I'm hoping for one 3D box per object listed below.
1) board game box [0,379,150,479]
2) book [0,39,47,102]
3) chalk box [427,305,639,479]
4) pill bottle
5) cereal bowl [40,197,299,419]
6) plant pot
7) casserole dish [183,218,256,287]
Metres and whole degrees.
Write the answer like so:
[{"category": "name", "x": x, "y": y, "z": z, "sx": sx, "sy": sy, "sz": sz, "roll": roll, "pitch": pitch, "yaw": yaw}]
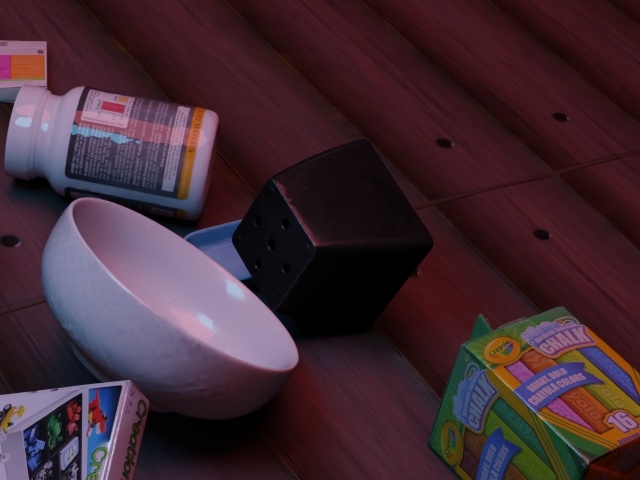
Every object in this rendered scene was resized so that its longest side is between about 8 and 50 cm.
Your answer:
[{"category": "board game box", "x": -0.294, "y": 0.289, "z": 1.562, "sx": 0.193, "sy": 0.053, "sz": 0.305, "roll": -8, "pitch": 50, "yaw": 23}, {"category": "book", "x": -0.471, "y": -0.264, "z": 2.397, "sx": 0.096, "sy": 0.035, "sz": 0.144, "roll": 1, "pitch": 38, "yaw": -11}, {"category": "chalk box", "x": 0.260, "y": 0.210, "z": 1.877, "sx": 0.179, "sy": 0.180, "sz": 0.289, "roll": -17, "pitch": 45, "yaw": -35}, {"category": "pill bottle", "x": -0.288, "y": -0.128, "z": 2.165, "sx": 0.278, "sy": 0.162, "sz": 0.162, "roll": 11, "pitch": 37, "yaw": -3}, {"category": "cereal bowl", "x": -0.198, "y": 0.101, "z": 1.854, "sx": 0.339, "sy": 0.141, "sz": 0.339, "roll": 36, "pitch": 11, "yaw": -8}, {"category": "plant pot", "x": 0.000, "y": 0.000, "z": 2.012, "sx": 0.167, "sy": 0.187, "sz": 0.188, "roll": -8, "pitch": 55, "yaw": -41}, {"category": "casserole dish", "x": -0.104, "y": 0.022, "z": 2.129, "sx": 0.188, "sy": 0.037, "sz": 0.114, "roll": -15, "pitch": 45, "yaw": -33}]
